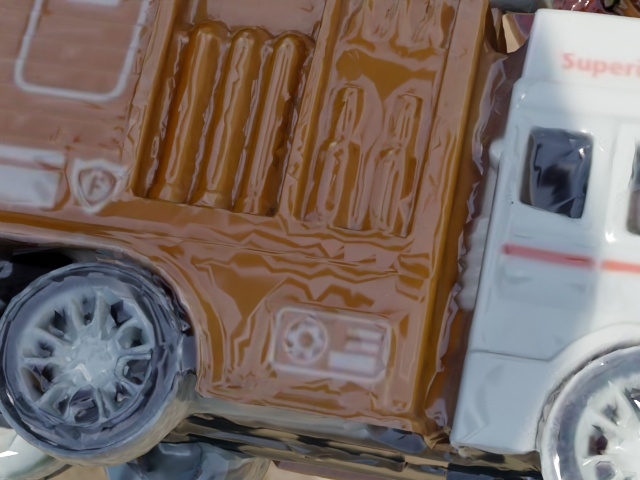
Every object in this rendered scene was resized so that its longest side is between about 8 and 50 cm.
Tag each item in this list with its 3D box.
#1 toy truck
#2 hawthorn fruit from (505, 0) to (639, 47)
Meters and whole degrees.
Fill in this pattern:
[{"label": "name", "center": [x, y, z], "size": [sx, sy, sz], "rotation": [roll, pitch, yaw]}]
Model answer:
[{"label": "toy truck", "center": [0.000, 0.000, 0.718], "size": [0.387, 0.173, 0.207], "rotation": [9, 77, 11]}, {"label": "hawthorn fruit", "center": [0.175, -0.140, 0.939], "size": [0.169, 0.188, 0.169], "rotation": [11, 106, 41]}]
